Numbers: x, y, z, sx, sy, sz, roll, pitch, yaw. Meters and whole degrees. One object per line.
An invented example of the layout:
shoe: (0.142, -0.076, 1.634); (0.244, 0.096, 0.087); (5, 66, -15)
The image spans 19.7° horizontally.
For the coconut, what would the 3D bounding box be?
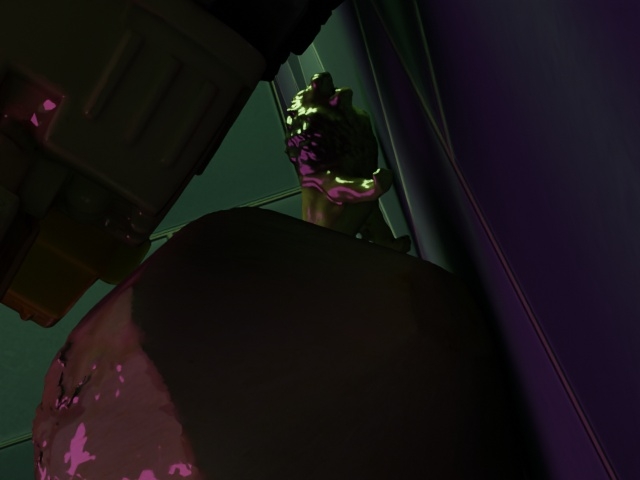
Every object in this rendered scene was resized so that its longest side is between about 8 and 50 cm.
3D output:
coconut: (-0.014, 0.104, 0.910); (0.259, 0.259, 0.259); (162, 90, -89)

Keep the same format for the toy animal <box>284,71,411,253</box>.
toy animal: (0.015, 0.002, 1.162); (0.069, 0.086, 0.219); (35, -125, -56)

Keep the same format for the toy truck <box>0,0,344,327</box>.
toy truck: (-0.129, -0.071, 0.874); (0.181, 0.254, 0.405); (33, 167, -7)
